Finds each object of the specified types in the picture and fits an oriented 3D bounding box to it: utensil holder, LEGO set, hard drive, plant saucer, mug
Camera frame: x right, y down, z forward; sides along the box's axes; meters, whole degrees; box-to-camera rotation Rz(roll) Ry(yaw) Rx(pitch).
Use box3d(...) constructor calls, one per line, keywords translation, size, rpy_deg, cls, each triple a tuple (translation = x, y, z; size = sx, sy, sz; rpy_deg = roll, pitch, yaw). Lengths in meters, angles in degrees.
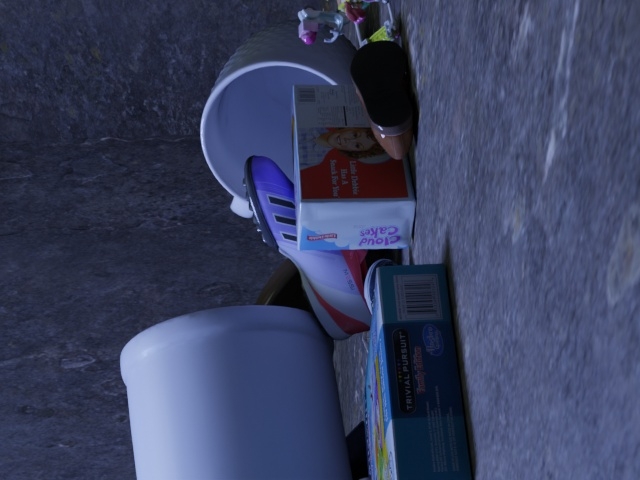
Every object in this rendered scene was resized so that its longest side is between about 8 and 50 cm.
box3d(translation=(-0.111, 0.332, 1.803), size=(0.327, 0.328, 0.385), rpy_deg=(93, 168, -63), cls="utensil holder")
box3d(translation=(0.054, -0.330, 1.661), size=(0.287, 0.132, 0.107), rpy_deg=(117, 143, -72), cls="LEGO set")
box3d(translation=(0.045, 0.446, 2.146), size=(0.172, 0.054, 0.254), rpy_deg=(-41, -34, -31), cls="hard drive")
box3d(translation=(-0.010, 0.081, 1.977), size=(0.041, 0.278, 0.278), rpy_deg=(43, 154, 26), cls="plant saucer")
box3d(translation=(-0.064, -0.204, 2.162), size=(0.328, 0.276, 0.374), rpy_deg=(-78, 14, -60), cls="mug")

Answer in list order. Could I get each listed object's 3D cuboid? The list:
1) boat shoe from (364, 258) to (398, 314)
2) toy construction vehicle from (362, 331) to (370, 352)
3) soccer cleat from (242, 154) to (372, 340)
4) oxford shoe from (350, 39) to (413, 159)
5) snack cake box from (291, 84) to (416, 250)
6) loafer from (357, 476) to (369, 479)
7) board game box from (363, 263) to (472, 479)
box3d(translation=(0.100, 0.083, 1.600), size=(0.083, 0.065, 0.183), rpy_deg=(110, 162, -49), cls="boat shoe")
box3d(translation=(0.087, 0.152, 2.154), size=(0.086, 0.035, 0.098), rpy_deg=(105, 163, -82), cls="toy construction vehicle")
box3d(translation=(0.000, 0.000, 1.773), size=(0.318, 0.116, 0.108), rpy_deg=(59, -156, -21), cls="soccer cleat")
box3d(translation=(0.083, -0.186, 1.616), size=(0.212, 0.076, 0.076), rpy_deg=(-94, -8, -46), cls="oxford shoe")
box3d(translation=(0.040, -0.106, 1.693), size=(0.264, 0.152, 0.089), rpy_deg=(-94, 6, -48), cls="snack cake box")
box3d(translation=(0.059, 0.524, 2.041), size=(0.092, 0.102, 0.268), rpy_deg=(34, 106, 65), cls="loafer")
box3d(translation=(0.100, 0.221, 1.403), size=(0.336, 0.079, 0.254), rpy_deg=(92, 175, -57), cls="board game box")
